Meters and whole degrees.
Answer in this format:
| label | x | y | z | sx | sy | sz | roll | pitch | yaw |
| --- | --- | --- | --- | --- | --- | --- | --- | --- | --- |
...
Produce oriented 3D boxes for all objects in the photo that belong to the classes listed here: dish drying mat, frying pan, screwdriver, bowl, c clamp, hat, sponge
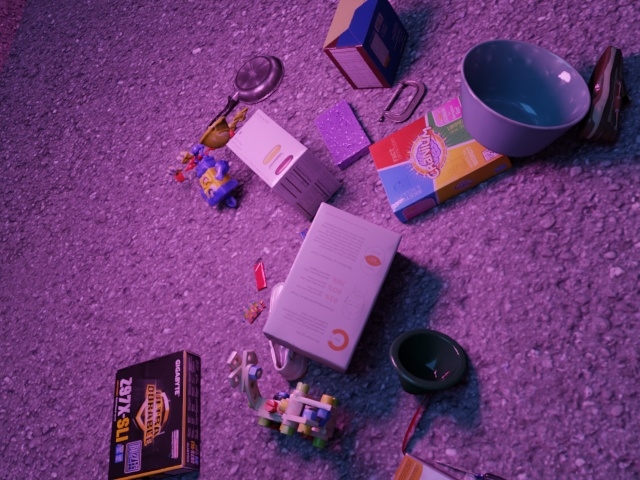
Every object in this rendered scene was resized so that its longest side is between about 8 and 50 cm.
| label | x | y | z | sx | sy | sz | roll | pitch | yaw |
| --- | --- | --- | --- | --- | --- | --- | --- | --- | --- |
| dish drying mat | -0.172 | 0.101 | 1.974 | 0.032 | 0.008 | 0.083 | -25 | 55 | 18 |
| frying pan | -0.270 | -0.522 | 2.345 | 0.326 | 0.053 | 0.197 | -24 | 54 | 16 |
| screwdriver | 0.315 | 0.493 | 1.461 | 0.169 | 0.024 | 0.025 | 1 | 95 | 39 |
| bowl | 0.463 | -0.321 | 1.660 | 0.311 | 0.163 | 0.312 | 5 | 53 | -6 |
| c clamp | 0.219 | -0.401 | 1.989 | 0.137 | 0.022 | 0.161 | 36 | 88 | 39 |
| hat | 0.223 | 0.333 | 1.598 | 0.208 | 0.184 | 0.173 | -24 | 49 | -35 |
| sponge | 0.065 | -0.313 | 2.033 | 0.117 | 0.031 | 0.210 | -33 | 52 | 13 |

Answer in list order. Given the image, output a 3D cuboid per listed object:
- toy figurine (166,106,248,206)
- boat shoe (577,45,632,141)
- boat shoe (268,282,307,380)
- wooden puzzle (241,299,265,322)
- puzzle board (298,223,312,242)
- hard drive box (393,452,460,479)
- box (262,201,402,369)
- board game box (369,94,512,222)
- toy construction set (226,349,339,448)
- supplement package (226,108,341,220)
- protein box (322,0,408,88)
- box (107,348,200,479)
| label | x | y | z | sx | sy | sz | roll | pitch | yaw |
| --- | --- | --- | --- | --- | --- | --- | --- | --- | --- |
| toy figurine | -0.294 | -0.213 | 2.119 | 0.217 | 0.191 | 0.362 | 58 | 140 | 2 |
| boat shoe | 0.685 | -0.340 | 1.641 | 0.095 | 0.095 | 0.258 | 21 | 73 | 3 |
| boat shoe | -0.093 | 0.222 | 1.804 | 0.098 | 0.096 | 0.277 | -23 | 56 | 19 |
| wooden puzzle | -0.191 | 0.198 | 1.936 | 0.083 | 0.006 | 0.049 | -51 | 51 | -1 |
| puzzle board | 0.000 | 0.000 | 1.920 | 0.096 | 0.011 | 0.128 | -36 | 51 | 12 |
| hard drive box | 0.246 | 0.573 | 1.414 | 0.232 | 0.089 | 0.181 | 19 | 77 | 37 |
| box | 0.032 | 0.119 | 1.686 | 0.214 | 0.168 | 0.346 | 23 | 77 | 7 |
| board game box | 0.305 | -0.220 | 1.812 | 0.316 | 0.064 | 0.242 | -28 | 54 | 16 |
| toy construction set | -0.091 | 0.387 | 1.639 | 0.327 | 0.215 | 0.151 | 23 | 78 | 38 |
| supplement package | -0.105 | -0.217 | 1.975 | 0.145 | 0.204 | 0.262 | -48 | 50 | 1 |
| protein box | 0.136 | -0.581 | 2.020 | 0.135 | 0.201 | 0.200 | 6 | 69 | 34 |
| box | -0.453 | 0.487 | 1.902 | 0.257 | 0.079 | 0.322 | -20 | 57 | 24 |
